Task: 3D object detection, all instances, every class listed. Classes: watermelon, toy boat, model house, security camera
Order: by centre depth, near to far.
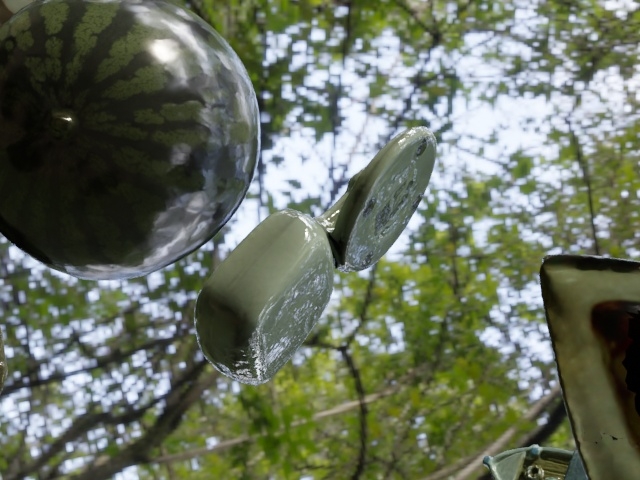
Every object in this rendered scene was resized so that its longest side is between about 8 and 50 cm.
[{"bbox_3d":[0.238,0.162,0.698,0.239,0.174,0.268,73,10,-52],"label":"model house"},{"bbox_3d":[-0.144,-0.073,0.824,0.212,0.212,0.212,10,-77,50],"label":"watermelon"},{"bbox_3d":[0.000,0.000,1.100,0.080,0.301,0.157,33,-27,22],"label":"security camera"},{"bbox_3d":[0.248,0.246,1.226,0.173,0.058,0.069,4,-126,38],"label":"toy boat"}]

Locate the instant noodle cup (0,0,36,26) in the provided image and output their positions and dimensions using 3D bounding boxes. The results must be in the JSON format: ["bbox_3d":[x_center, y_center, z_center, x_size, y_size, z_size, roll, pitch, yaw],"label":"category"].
[{"bbox_3d":[-0.359,-0.254,1.457,0.243,0.231,0.242,-166,-90,-88],"label":"instant noodle cup"}]

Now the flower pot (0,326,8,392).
[{"bbox_3d":[-0.378,0.105,0.994,0.203,0.212,0.212,-1,-86,50],"label":"flower pot"}]
